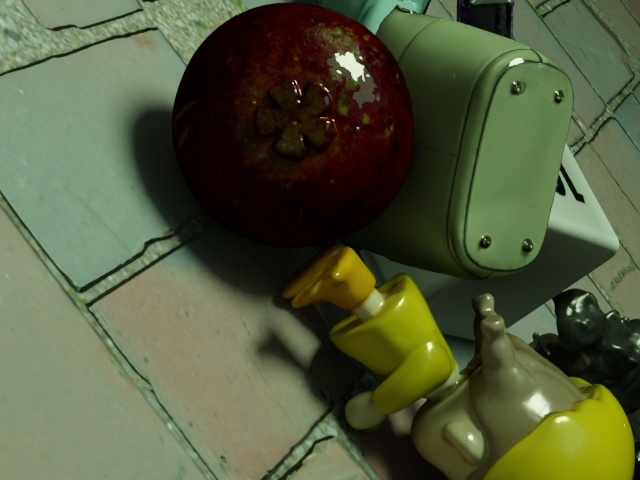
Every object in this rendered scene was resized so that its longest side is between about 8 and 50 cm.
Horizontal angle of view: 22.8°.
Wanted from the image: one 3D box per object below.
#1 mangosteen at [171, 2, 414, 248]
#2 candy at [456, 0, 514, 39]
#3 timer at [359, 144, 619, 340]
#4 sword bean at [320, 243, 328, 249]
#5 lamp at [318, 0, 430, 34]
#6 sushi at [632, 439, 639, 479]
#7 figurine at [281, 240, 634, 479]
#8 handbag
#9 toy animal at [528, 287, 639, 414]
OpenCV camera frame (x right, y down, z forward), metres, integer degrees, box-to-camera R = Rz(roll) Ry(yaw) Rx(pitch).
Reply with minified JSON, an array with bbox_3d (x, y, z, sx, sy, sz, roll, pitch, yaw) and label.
[{"bbox_3d":[-0.027,-0.098,1.408,0.215,0.215,0.257,53,-5,-2],"label":"mangosteen"},{"bbox_3d":[0.182,-0.157,1.772,0.088,0.061,0.312,-86,175,-50],"label":"candy"},{"bbox_3d":[0.153,-0.032,1.607,0.192,0.194,0.195,15,43,-53],"label":"timer"},{"bbox_3d":[0.000,0.000,1.522,0.083,0.012,0.012,54,25,4],"label":"sword bean"},{"bbox_3d":[0.073,-0.261,1.773,0.147,0.209,0.284,6,58,-10],"label":"lamp"},{"bbox_3d":[0.352,0.291,1.620,0.225,0.124,0.127,31,33,-49],"label":"sushi"},{"bbox_3d":[0.120,0.137,1.377,0.344,0.187,0.215,42,15,-8],"label":"figurine"},{"bbox_3d":[0.097,-0.093,1.478,0.109,0.241,0.315,9,7,-30],"label":"handbag"},{"bbox_3d":[0.346,0.135,1.769,0.343,0.168,0.106,8,51,-38],"label":"toy animal"}]
